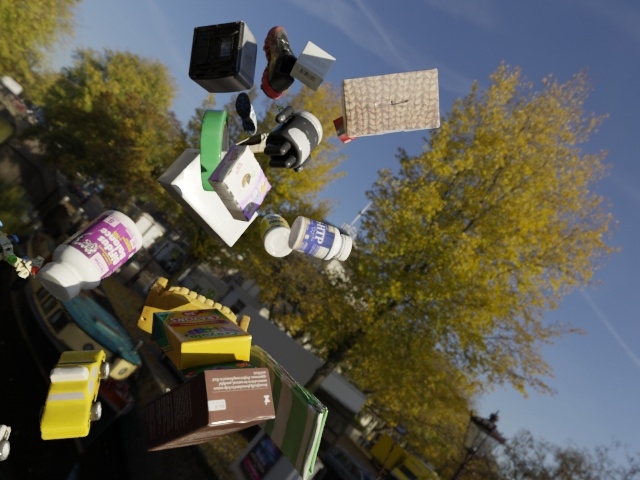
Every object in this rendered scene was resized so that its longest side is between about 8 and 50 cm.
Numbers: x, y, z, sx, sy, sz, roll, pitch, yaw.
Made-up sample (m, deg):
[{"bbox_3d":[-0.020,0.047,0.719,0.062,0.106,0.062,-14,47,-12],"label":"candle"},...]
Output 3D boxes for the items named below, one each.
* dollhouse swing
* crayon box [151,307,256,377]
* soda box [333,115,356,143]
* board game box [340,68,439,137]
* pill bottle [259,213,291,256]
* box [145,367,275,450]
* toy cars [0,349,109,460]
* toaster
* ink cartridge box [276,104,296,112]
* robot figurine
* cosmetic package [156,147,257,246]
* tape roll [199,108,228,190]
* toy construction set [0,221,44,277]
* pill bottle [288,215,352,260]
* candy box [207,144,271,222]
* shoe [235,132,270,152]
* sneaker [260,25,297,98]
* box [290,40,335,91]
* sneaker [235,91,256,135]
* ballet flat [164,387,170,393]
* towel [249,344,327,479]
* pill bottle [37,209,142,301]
[{"bbox_3d":[-0.437,0.238,1.783,0.347,0.305,0.315,27,-54,-8],"label":"dollhouse swing"},{"bbox_3d":[-0.332,0.278,1.353,0.202,0.081,0.318,1,10,-35],"label":"crayon box"},{"bbox_3d":[0.193,-0.523,2.071,0.083,0.263,0.092,23,49,-62],"label":"soda box"},{"bbox_3d":[0.176,-0.375,1.304,0.291,0.232,0.141,-88,172,-73],"label":"board game box"},{"bbox_3d":[-0.173,-0.027,1.853,0.119,0.119,0.208,47,4,-25],"label":"pill bottle"},{"bbox_3d":[-0.312,0.459,1.293,0.191,0.143,0.381,11,-31,-40],"label":"box"},{"bbox_3d":[-0.534,0.327,0.853,0.176,0.394,0.087,26,-48,20],"label":"toy cars"},{"bbox_3d":[-0.279,-0.516,1.374,0.168,0.185,0.110,1,-9,20],"label":"toaster"},{"bbox_3d":[-0.113,-0.520,2.140,0.109,0.062,0.209,41,-20,57],"label":"ink cartridge box"},{"bbox_3d":[-0.109,-0.393,1.884,0.174,0.278,0.209,33,-38,3],"label":"robot figurine"},{"bbox_3d":[-0.539,-0.204,2.329,0.161,0.230,0.453,16,-28,45],"label":"cosmetic package"},{"bbox_3d":[-0.415,-0.352,1.892,0.077,0.321,0.321,4,-10,-5],"label":"tape roll"},{"bbox_3d":[-1.236,0.031,1.842,0.328,0.151,0.215,28,-52,4],"label":"toy construction set"},{"bbox_3d":[0.000,0.000,1.542,0.187,0.112,0.112,17,-4,-18],"label":"pill bottle"},{"bbox_3d":[-0.260,-0.186,1.565,0.070,0.164,0.196,10,-33,29],"label":"candy box"},{"bbox_3d":[-0.276,-0.435,2.136,0.058,0.219,0.076,56,21,-60],"label":"shoe"},{"bbox_3d":[-0.127,-0.618,1.620,0.135,0.276,0.098,-16,-26,41],"label":"sneaker"},{"bbox_3d":[-0.026,-0.543,1.499,0.101,0.087,0.102,30,-10,-12],"label":"box"},{"bbox_3d":[-0.364,-0.622,2.361,0.081,0.080,0.211,-68,148,-78],"label":"sneaker"},{"bbox_3d":[-0.530,0.580,1.697,0.041,0.041,0.114,66,14,-65],"label":"ballet flat"},{"bbox_3d":[-0.116,0.468,1.331,0.038,0.247,0.325,-10,29,-42],"label":"towel"},{"bbox_3d":[-0.728,0.049,1.522,0.169,0.301,0.169,17,-46,18],"label":"pill bottle"}]
